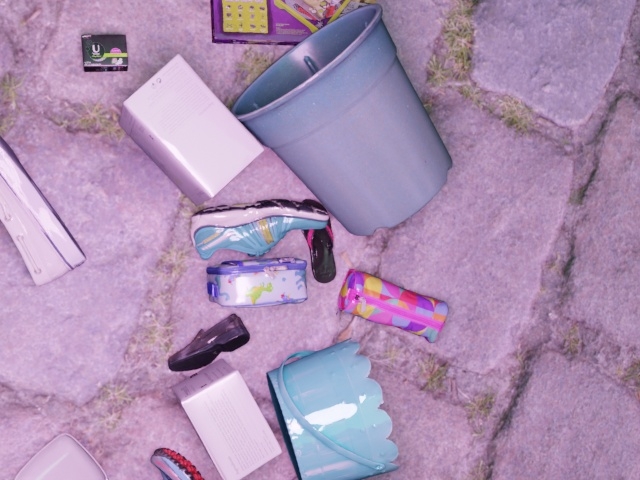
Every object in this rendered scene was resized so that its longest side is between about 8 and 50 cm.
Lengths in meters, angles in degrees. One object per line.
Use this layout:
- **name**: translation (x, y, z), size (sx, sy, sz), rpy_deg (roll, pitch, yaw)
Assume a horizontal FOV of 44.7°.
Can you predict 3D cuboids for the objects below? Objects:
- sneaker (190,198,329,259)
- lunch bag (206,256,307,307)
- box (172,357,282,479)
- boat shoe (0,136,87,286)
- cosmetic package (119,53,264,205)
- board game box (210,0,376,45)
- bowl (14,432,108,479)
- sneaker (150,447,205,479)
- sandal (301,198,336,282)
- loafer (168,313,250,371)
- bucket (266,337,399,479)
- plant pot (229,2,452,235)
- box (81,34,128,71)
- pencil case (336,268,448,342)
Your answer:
- **sneaker**: translation (-0.119, -0.022, 1.550), size (0.275, 0.107, 0.110), rpy_deg (-7, 102, -5)
- **lunch bag**: translation (-0.126, 0.080, 1.476), size (0.176, 0.219, 0.090), rpy_deg (-4, 89, -15)
- **box**: translation (-0.181, 0.337, 1.475), size (0.119, 0.181, 0.182), rpy_deg (-30, 97, -15)
- **boat shoe**: translation (-0.591, -0.072, 1.403), size (0.156, 0.136, 0.367), rpy_deg (-35, 108, -11)
- **cosmetic package**: translation (-0.246, -0.193, 1.445), size (0.225, 0.224, 0.138), rpy_deg (46, 77, -10)
- **board game box**: translation (-0.054, -0.506, 1.601), size (0.346, 0.056, 0.208), rpy_deg (-2, 94, -16)
- **bowl**: translation (-0.473, 0.448, 1.439), size (0.142, 0.053, 0.142), rpy_deg (42, 75, 15)
- **sneaker**: translation (-0.259, 0.521, 1.491), size (0.125, 0.104, 0.262), rpy_deg (-35, 98, -12)
- **sandal**: translation (0.000, 0.000, 1.607), size (0.067, 0.040, 0.179), rpy_deg (-14, 93, -14)
- **loafer**: translation (-0.225, 0.204, 1.538), size (0.170, 0.062, 0.061), rpy_deg (-24, 57, -9)
- **bucket**: translation (0.016, 0.337, 1.493), size (0.183, 0.281, 0.281), rpy_deg (-17, 94, -10)
- **plant pot**: translation (0.063, -0.211, 1.487), size (0.341, 0.341, 0.334), rpy_deg (-44, 112, -12)
- **box**: translation (-0.412, -0.358, 1.490), size (0.083, 0.052, 0.062), rpy_deg (-5, 91, -15)
- **pencil case**: translation (0.148, 0.137, 1.618), size (0.236, 0.104, 0.104), rpy_deg (18, 84, -16)
